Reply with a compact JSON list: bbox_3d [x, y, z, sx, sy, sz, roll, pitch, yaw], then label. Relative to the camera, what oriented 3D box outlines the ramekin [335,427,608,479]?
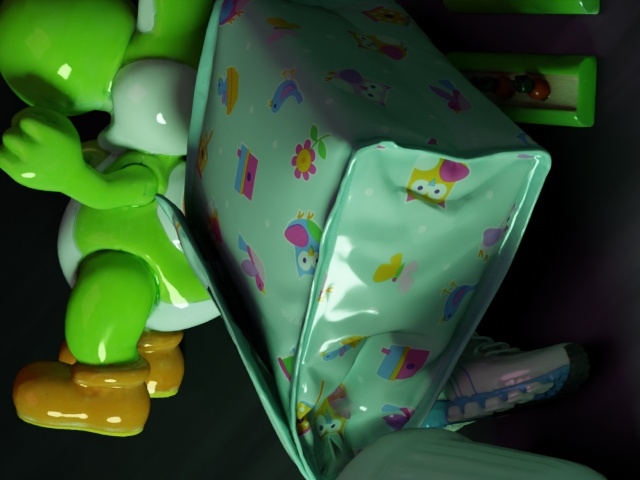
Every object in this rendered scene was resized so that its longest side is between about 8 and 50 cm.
[{"bbox_3d":[0.101,0.241,0.849,0.127,0.273,0.273,-5,92,33],"label":"ramekin"}]

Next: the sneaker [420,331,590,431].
[{"bbox_3d":[0.088,0.080,0.970,0.191,0.071,0.083,-22,74,44],"label":"sneaker"}]

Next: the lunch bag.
[{"bbox_3d":[0.000,0.000,0.953,0.223,0.160,0.262,56,137,47],"label":"lunch bag"}]

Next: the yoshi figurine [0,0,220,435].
[{"bbox_3d":[-0.172,-0.052,1.128,0.203,0.203,0.362,25,109,48],"label":"yoshi figurine"}]

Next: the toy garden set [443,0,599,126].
[{"bbox_3d":[0.148,-0.189,0.885,0.204,0.049,0.244,9,101,44],"label":"toy garden set"}]
